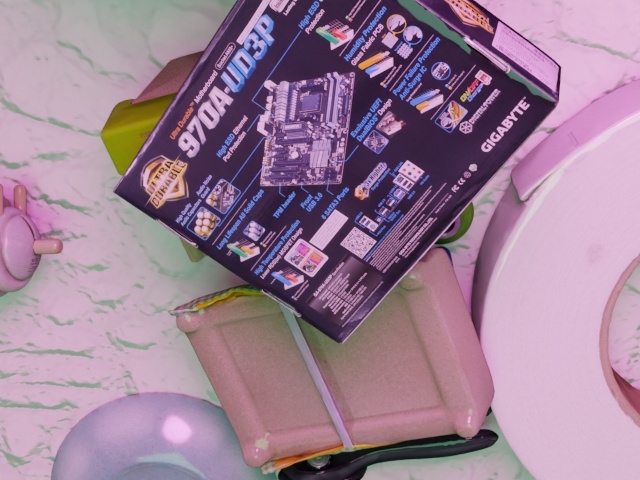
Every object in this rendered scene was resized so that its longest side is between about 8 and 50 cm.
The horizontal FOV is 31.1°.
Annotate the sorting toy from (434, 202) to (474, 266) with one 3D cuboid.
[{"bbox_3d":[0.078,0.005,0.875,0.061,0.042,0.102,42,106,-14],"label":"sorting toy"}]

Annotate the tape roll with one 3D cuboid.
[{"bbox_3d":[0.308,0.056,0.878,0.392,0.072,0.392,0,111,1],"label":"tape roll"}]

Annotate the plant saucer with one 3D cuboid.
[{"bbox_3d":[-0.133,0.221,0.965,0.195,0.037,0.195,0,111,0],"label":"plant saucer"}]

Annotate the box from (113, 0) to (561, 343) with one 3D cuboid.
[{"bbox_3d":[0.005,-0.062,0.677,0.175,0.051,0.220,34,123,-8],"label":"box"}]

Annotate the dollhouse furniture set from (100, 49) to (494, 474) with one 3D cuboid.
[{"bbox_3d":[0.000,0.000,0.840,0.197,0.151,0.301,-12,118,20],"label":"dollhouse furniture set"}]

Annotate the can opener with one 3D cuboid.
[{"bbox_3d":[0.051,0.160,0.938,0.186,0.073,0.059,-15,72,3],"label":"can opener"}]

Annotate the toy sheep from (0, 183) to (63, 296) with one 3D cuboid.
[{"bbox_3d":[-0.253,0.002,0.855,0.132,0.091,0.091,-1,113,21],"label":"toy sheep"}]
